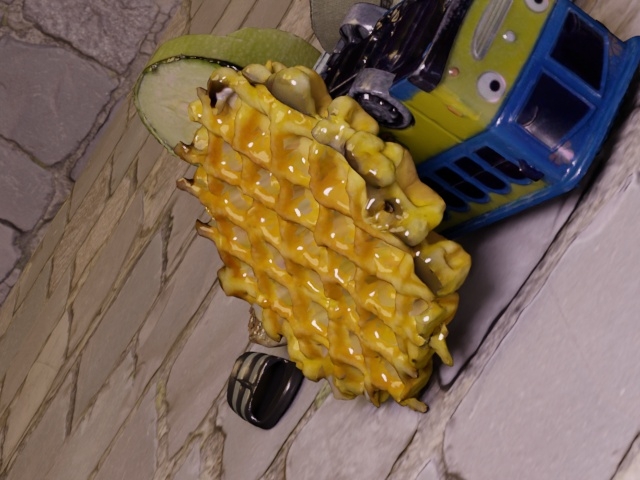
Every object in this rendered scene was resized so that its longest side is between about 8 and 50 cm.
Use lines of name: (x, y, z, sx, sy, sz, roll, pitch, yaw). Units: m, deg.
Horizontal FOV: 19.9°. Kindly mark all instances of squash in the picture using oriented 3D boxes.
squash: (-0.108, -0.179, 2.148, 0.220, 0.220, 0.133, -40, 29, 55)

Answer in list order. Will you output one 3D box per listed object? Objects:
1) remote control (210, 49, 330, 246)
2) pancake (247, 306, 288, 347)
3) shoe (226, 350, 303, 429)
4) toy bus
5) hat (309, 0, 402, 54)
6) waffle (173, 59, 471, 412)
remote control: (0.002, -0.134, 1.932, 0.344, 0.050, 0.145, -58, -11, 13)
pancake: (0.029, -0.047, 1.757, 0.356, 0.065, 0.356, -55, 14, 20)
shoe: (-0.069, 0.139, 1.769, 0.071, 0.049, 0.179, -65, 15, -8)
toy bus: (0.099, -0.105, 1.401, 0.138, 0.175, 0.287, -62, 14, -20)
hat: (0.128, -0.219, 1.545, 0.130, 0.257, 0.257, 46, 113, 30)
waffle: (0.004, -0.004, 1.395, 0.062, 0.329, 0.329, -34, 0, -29)
